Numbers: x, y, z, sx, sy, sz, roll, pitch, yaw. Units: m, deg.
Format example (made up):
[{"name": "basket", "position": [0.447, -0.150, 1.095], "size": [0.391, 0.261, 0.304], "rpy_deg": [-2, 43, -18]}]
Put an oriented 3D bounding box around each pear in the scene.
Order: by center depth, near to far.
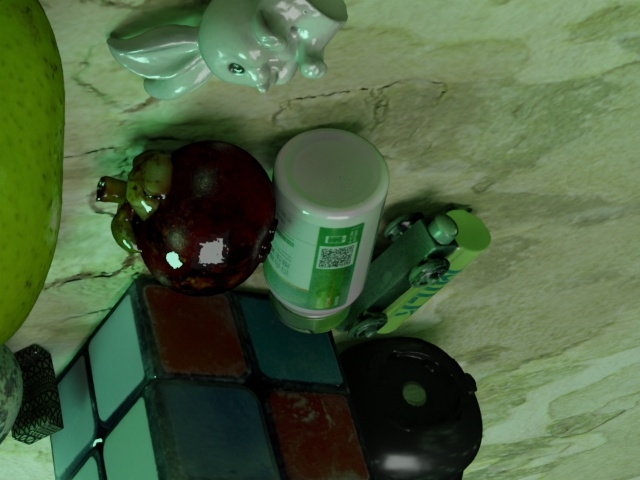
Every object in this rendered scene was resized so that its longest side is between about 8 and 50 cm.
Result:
[{"name": "pear", "position": [-0.339, -0.096, 0.905], "size": [0.238, 0.342, 0.318], "rpy_deg": [17, 94, -63]}]

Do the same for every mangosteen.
[{"name": "mangosteen", "position": [-0.144, -0.030, 1.196], "size": [0.200, 0.200, 0.200], "rpy_deg": [-13, 147, -9]}]

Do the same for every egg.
[{"name": "egg", "position": [-0.439, 0.197, 1.375], "size": [0.132, 0.132, 0.172], "rpy_deg": [2, 101, -28]}]

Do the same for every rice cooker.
[{"name": "rice cooker", "position": [0.115, 0.280, 1.700], "size": [0.267, 0.267, 0.224], "rpy_deg": [-2, 141, -25]}]

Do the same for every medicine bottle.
[{"name": "medicine bottle", "position": [0.000, 0.000, 1.326], "size": [0.133, 0.133, 0.274], "rpy_deg": [-10, 146, -13]}]

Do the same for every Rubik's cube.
[{"name": "Rubik's cube", "position": [-0.158, 0.270, 1.481], "size": [0.318, 0.313, 0.316], "rpy_deg": [11, 137, -36]}]

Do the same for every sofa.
[{"name": "sofa", "position": [-0.377, 0.201, 1.447], "size": [0.060, 0.118, 0.039], "rpy_deg": [-25, 148, 10]}]

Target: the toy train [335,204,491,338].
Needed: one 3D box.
[{"name": "toy train", "position": [0.121, 0.044, 1.493], "size": [0.157, 0.105, 0.253], "rpy_deg": [-5, 149, -43]}]

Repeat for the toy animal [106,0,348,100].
[{"name": "toy animal", "position": [-0.088, -0.175, 1.035], "size": [0.221, 0.131, 0.104], "rpy_deg": [-31, 160, 23]}]
